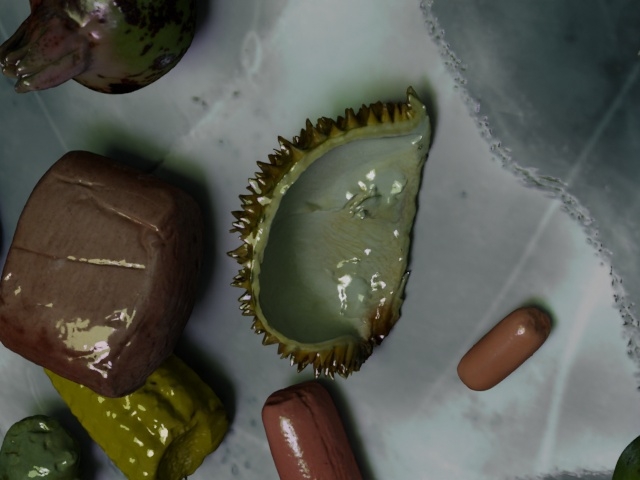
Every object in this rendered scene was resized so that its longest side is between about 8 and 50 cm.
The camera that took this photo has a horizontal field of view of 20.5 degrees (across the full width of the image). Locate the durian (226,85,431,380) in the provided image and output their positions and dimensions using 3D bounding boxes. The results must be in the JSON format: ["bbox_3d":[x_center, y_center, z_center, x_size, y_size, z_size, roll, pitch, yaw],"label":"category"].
[{"bbox_3d":[0.000,0.000,1.292,0.139,0.144,0.252,9,111,6],"label":"durian"}]

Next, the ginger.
[{"bbox_3d":[-0.217,0.292,1.568,0.137,0.089,0.290,-16,96,55],"label":"ginger"}]

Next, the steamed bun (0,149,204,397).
[{"bbox_3d":[-0.166,0.029,1.387,0.145,0.106,0.175,20,84,19],"label":"steamed bun"}]

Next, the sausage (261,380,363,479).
[{"bbox_3d":[0.001,0.187,1.390,0.062,0.062,0.154,-12,103,36],"label":"sausage"}]

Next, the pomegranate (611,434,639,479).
[{"bbox_3d":[0.261,0.157,1.184,0.122,0.122,0.161,22,93,24],"label":"pomegranate"}]

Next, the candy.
[{"bbox_3d":[-0.172,0.112,1.456,0.199,0.094,0.106,42,132,19],"label":"candy"}]

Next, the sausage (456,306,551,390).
[{"bbox_3d":[0.132,0.078,1.276,0.034,0.034,0.083,49,127,7],"label":"sausage"}]

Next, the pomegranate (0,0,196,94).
[{"bbox_3d":[-0.173,-0.169,1.300,0.125,0.163,0.138,54,153,34],"label":"pomegranate"}]
